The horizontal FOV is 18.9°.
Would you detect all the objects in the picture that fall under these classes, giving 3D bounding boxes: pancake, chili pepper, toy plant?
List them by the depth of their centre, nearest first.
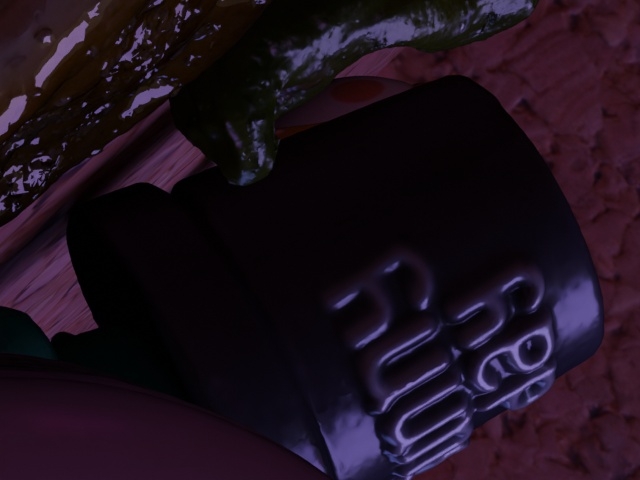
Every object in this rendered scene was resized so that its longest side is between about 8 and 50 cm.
[{"bbox_3d":[-0.057,-0.033,0.411,0.158,0.028,0.158,-41,179,-1],"label":"pancake"},{"bbox_3d":[0.031,-0.093,0.680,0.204,0.073,0.072,-31,-166,-25],"label":"chili pepper"},{"bbox_3d":[-0.079,0.074,0.827,0.400,0.185,0.279,-28,171,-12],"label":"toy plant"}]

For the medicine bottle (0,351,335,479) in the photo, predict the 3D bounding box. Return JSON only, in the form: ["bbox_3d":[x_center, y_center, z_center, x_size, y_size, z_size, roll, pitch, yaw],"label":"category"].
[{"bbox_3d":[-0.099,0.155,0.517,0.256,0.256,0.325,-43,-170,-11],"label":"medicine bottle"}]

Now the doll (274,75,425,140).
[{"bbox_3d":[0.000,0.000,1.311,0.236,0.213,0.213,-28,174,-29],"label":"doll"}]
